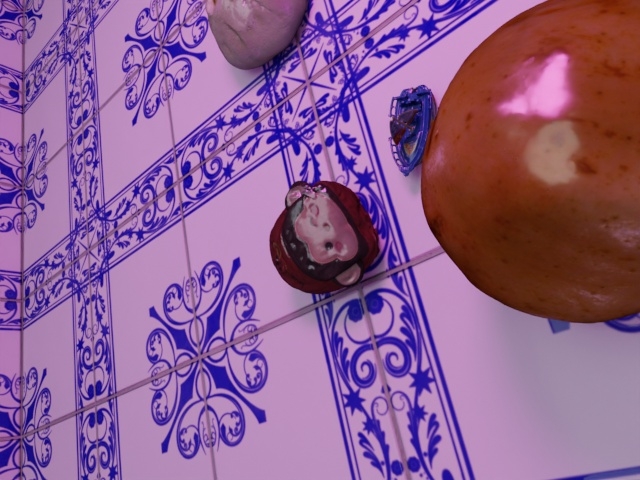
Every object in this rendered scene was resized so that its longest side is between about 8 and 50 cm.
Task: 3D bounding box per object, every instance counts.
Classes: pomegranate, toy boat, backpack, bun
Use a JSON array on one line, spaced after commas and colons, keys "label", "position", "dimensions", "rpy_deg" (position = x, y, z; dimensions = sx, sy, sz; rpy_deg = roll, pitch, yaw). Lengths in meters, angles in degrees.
[{"label": "pomegranate", "position": [0.331, -0.085, 0.619], "dimensions": [0.409, 0.410, 0.411], "rpy_deg": [-10, 74, 38]}, {"label": "toy boat", "position": [0.152, -0.203, 0.936], "dimensions": [0.091, 0.110, 0.175], "rpy_deg": [-2, 81, 40]}, {"label": "backpack", "position": [-0.001, 0.000, 1.008], "dimensions": [0.229, 0.138, 0.230], "rpy_deg": [2, 95, 27]}, {"label": "bun", "position": [-0.172, -0.569, 1.242], "dimensions": [0.283, 0.179, 0.284], "rpy_deg": [-10, 72, 35]}]
